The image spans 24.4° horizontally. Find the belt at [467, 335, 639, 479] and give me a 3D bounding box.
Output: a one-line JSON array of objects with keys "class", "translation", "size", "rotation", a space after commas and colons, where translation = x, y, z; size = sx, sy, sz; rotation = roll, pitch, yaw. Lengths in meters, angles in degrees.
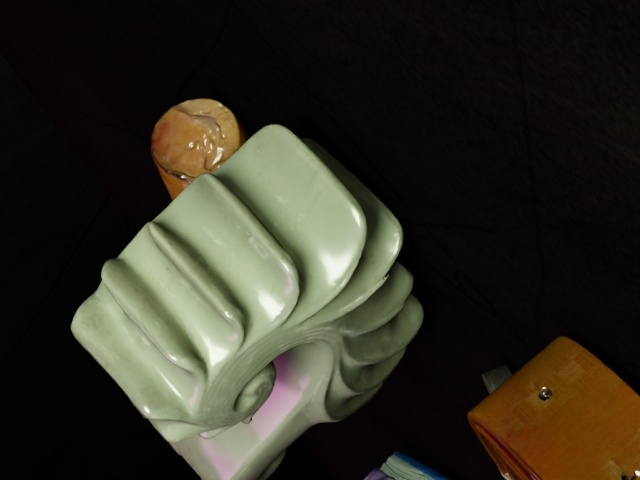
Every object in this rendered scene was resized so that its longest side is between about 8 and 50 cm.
[{"class": "belt", "translation": [0.210, 0.191, 0.985], "size": [0.261, 0.105, 0.184], "rotation": [49, 172, -2]}]

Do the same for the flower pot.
[{"class": "flower pot", "translation": [-0.047, 0.075, 1.258], "size": [0.164, 0.254, 0.367], "rotation": [45, 171, 25]}]

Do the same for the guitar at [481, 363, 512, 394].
[{"class": "guitar", "translation": [0.180, 0.199, 1.154], "size": [0.088, 0.025, 0.233], "rotation": [65, -178, -49]}]

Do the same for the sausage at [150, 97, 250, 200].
[{"class": "sausage", "translation": [-0.098, -0.043, 1.498], "size": [0.109, 0.109, 0.270], "rotation": [46, 169, 19]}]

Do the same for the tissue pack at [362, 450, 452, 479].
[{"class": "tissue pack", "translation": [0.154, 0.407, 1.939], "size": [0.198, 0.146, 0.263], "rotation": [52, 170, -13]}]
